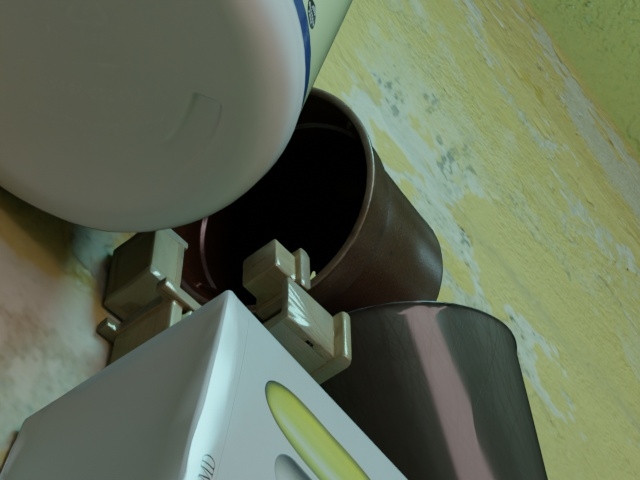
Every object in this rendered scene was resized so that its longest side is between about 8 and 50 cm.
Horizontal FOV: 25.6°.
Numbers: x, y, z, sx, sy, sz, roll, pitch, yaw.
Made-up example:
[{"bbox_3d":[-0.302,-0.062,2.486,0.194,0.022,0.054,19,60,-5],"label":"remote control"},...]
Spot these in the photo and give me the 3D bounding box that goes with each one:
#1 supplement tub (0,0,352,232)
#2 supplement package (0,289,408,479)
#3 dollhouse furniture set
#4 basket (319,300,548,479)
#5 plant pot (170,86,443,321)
[{"bbox_3d":[-0.093,-0.183,0.892,0.235,0.235,0.325,48,33,-19],"label":"supplement tub"},{"bbox_3d":[-0.046,0.175,0.667,0.203,0.149,0.194,48,24,-21],"label":"supplement package"},{"bbox_3d":[-0.041,0.052,0.828,0.101,0.161,0.182,43,26,-28],"label":"dollhouse furniture set"},{"bbox_3d":[0.080,0.179,0.925,0.204,0.154,0.227,27,40,-48],"label":"basket"},{"bbox_3d":[0.000,0.000,0.998,0.165,0.167,0.167,37,28,-52],"label":"plant pot"}]
